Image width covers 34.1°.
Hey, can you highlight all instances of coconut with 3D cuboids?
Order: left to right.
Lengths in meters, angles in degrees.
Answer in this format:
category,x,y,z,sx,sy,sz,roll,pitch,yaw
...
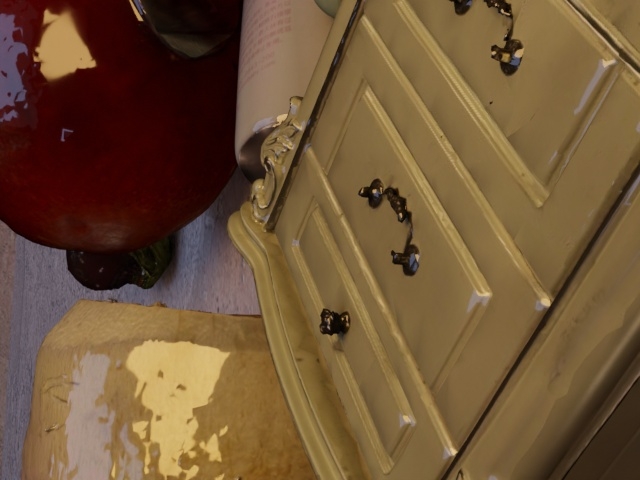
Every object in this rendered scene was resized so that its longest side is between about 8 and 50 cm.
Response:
category,x,y,z,sx,sy,sz,roll,pitch,yaw
coconut,-0.082,0.179,0.811,0.297,0.297,0.255,0,84,64

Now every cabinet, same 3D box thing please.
category,x,y,z,sx,sy,sz,roll,pitch,yaw
cabinet,0.131,-0.033,0.472,0.290,0.227,0.318,-113,37,-46

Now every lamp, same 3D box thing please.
category,x,y,z,sx,sy,sz,roll,pitch,yaw
lamp,-0.269,0.006,1.424,0.156,0.135,0.157,-51,4,6

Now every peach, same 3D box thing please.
category,x,y,z,sx,sy,sz,roll,pitch,yaw
peach,-0.225,-0.194,1.120,0.310,0.335,0.406,-11,69,45

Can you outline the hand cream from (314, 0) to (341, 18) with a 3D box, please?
category,x,y,z,sx,sy,sz,roll,pitch,yaw
hand cream,0.015,-0.328,0.904,0.147,0.093,0.306,-19,63,15

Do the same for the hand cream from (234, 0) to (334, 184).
category,x,y,z,sx,sy,sz,roll,pitch,yaw
hand cream,-0.022,-0.209,0.975,0.185,0.118,0.359,127,147,-52
